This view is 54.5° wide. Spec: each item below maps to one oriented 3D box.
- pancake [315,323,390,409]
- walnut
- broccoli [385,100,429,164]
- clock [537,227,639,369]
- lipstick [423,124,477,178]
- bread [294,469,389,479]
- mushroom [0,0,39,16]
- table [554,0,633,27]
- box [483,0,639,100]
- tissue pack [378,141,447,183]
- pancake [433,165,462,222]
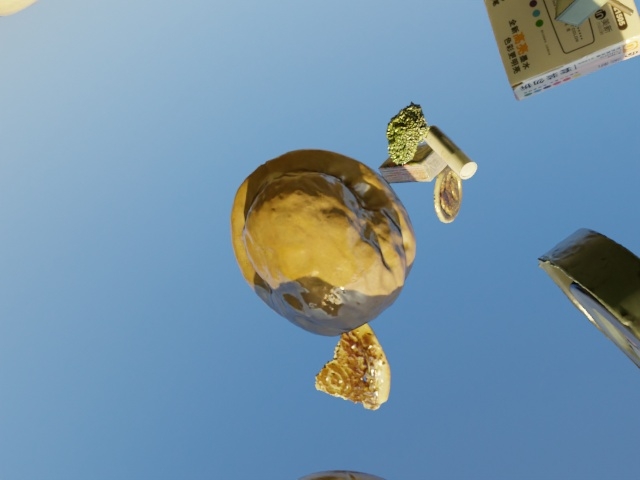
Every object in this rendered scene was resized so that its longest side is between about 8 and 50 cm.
[{"bbox_3d":[0.078,0.345,1.704,0.244,0.266,0.057,-22,-175,32],"label":"pancake"},{"bbox_3d":[0.008,0.012,1.292,0.383,0.384,0.384,-20,-136,21],"label":"walnut"},{"bbox_3d":[0.158,-0.195,1.142,0.095,0.092,0.097,-26,-96,-3],"label":"broccoli"},{"bbox_3d":[0.394,0.117,0.724,0.067,0.325,0.325,-45,-140,8],"label":"clock"},{"bbox_3d":[0.246,-0.173,1.197,0.040,0.040,0.141,-35,-132,4],"label":"lipstick"},{"bbox_3d":[0.077,0.578,1.006,0.329,0.424,0.245,-51,-166,-4],"label":"bread"},{"bbox_3d":[-0.532,-0.499,0.930,0.352,0.325,0.353,2,-149,-1],"label":"mushroom"},{"bbox_3d":[0.432,-0.398,0.835,0.240,0.110,0.122,134,-34,-75],"label":"table"},{"bbox_3d":[0.391,-0.403,1.045,0.220,0.091,0.274,-20,-105,25],"label":"box"},{"bbox_3d":[0.227,-0.188,1.487,0.148,0.060,0.108,2,-143,50],"label":"tissue pack"},{"bbox_3d":[0.311,-0.112,1.521,0.025,0.152,0.152,10,-120,35],"label":"pancake"}]
